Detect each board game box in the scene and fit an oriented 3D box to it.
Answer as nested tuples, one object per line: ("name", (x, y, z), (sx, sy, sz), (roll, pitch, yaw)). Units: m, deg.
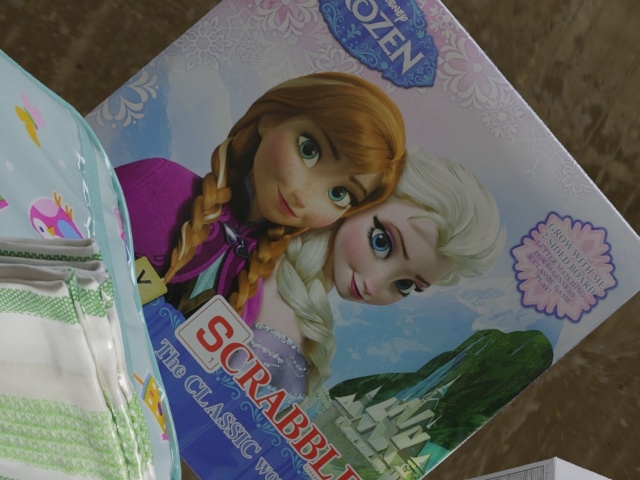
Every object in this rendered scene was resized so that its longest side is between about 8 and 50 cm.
("board game box", (0.000, 0.000, 0.823), (0.318, 0.066, 0.319), (-41, -88, -2))

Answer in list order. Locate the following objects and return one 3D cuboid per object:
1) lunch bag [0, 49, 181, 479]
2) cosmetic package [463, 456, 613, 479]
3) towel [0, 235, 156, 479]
("lunch bag", (-0.167, 0.019, 0.589), (0.108, 0.224, 0.279), (-28, -126, 19))
("cosmetic package", (0.191, 0.198, 0.774), (0.099, 0.239, 0.060), (-24, -131, 48))
("towel", (-0.097, 0.059, 0.368), (0.113, 0.023, 0.152), (8, -51, 21))
